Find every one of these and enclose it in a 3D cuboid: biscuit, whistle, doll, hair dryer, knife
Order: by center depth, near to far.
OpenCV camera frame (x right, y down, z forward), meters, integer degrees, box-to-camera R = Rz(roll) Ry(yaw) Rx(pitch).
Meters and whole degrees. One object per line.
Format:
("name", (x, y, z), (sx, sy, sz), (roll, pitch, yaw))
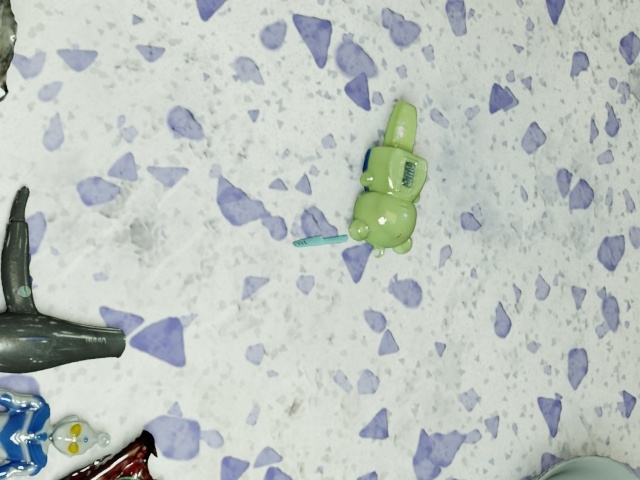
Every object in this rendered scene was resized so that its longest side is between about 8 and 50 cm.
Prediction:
("doll", (-0.345, 0.216, 1.128), (0.227, 0.057, 0.114), (3, 79, -30))
("hair dryer", (-0.322, 0.043, 1.164), (0.195, 0.075, 0.219), (3, 76, -42))
("biscuit", (-0.210, 0.350, 1.193), (0.151, 0.063, 0.235), (-38, 102, -30))
("knife", (0.000, 0.000, 1.394), (0.091, 0.005, 0.014), (-8, 91, -32))
("whistle", (0.099, -0.086, 1.417), (0.105, 0.085, 0.227), (16, 78, -30))

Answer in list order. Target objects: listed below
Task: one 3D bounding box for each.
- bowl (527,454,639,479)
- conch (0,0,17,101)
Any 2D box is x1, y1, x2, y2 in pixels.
("bowl", (0.334, 0.478, 1.466), (0.345, 0.157, 0.345), (4, 82, -32))
("conch", (-0.437, -0.217, 1.051), (0.241, 0.186, 0.313), (0, 104, -6))
